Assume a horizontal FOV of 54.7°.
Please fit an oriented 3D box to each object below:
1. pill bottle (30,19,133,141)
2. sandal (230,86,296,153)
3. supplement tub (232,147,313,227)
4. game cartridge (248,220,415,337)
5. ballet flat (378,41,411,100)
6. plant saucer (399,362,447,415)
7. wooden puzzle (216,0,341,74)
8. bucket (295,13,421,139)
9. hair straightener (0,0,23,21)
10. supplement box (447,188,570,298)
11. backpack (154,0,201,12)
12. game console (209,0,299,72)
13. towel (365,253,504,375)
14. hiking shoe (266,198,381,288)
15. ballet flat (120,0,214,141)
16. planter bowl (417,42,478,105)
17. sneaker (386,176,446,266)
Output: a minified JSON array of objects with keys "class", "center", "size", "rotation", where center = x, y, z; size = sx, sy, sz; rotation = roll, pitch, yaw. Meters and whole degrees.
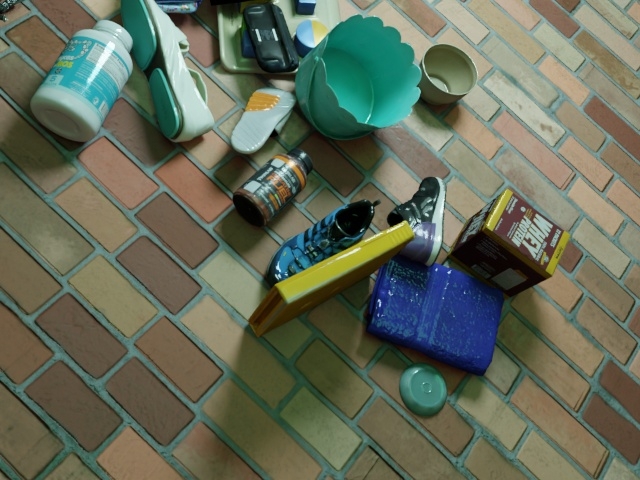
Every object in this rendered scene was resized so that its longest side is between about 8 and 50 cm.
[{"class":"pill bottle","center":[-0.512,-0.360,1.368],"size":[0.146,0.146,0.264],"rotation":[22,63,-8]},{"class":"sandal","center":[-0.146,-0.276,1.486],"size":[0.102,0.076,0.265],"rotation":[23,50,6]},{"class":"supplement tub","center":[-0.104,-0.129,1.427],"size":[0.106,0.106,0.198],"rotation":[41,63,2]},{"class":"game cartridge","center":[0.020,0.079,1.283],"size":[0.324,0.285,0.052],"rotation":[-28,80,-26]},{"class":"ballet flat","center":[0.213,-0.443,1.684],"size":[0.068,0.072,0.213],"rotation":[39,60,-31]},{"class":"plant saucer","center":[0.237,0.334,1.397],"size":[0.119,0.021,0.119],"rotation":[6,68,-15]},{"class":"wooden puzzle","center":[-0.096,-0.586,1.626],"size":[0.348,0.080,0.322],"rotation":[0,69,-18]},{"class":"bucket","center":[0.083,-0.385,1.507],"size":[0.281,0.183,0.281],"rotation":[3,84,-28]},{"class":"hair straightener","center":[-0.748,-0.529,1.423],"size":[0.089,0.047,0.230],"rotation":[37,59,-1]},{"class":"supplement box","center":[0.450,0.014,1.495],"size":[0.191,0.194,0.129],"rotation":[36,63,-1]},{"class":"backpack","center":[-0.384,-0.650,1.541],"size":[0.158,0.117,0.173],"rotation":[-11,41,-22]},{"class":"game console","center":[-0.160,-0.570,1.545],"size":[0.213,0.044,0.361],"rotation":[-13,72,-15]},{"class":"towel","center":[0.265,0.166,1.449],"size":[0.308,0.076,0.227],"rotation":[22,67,-6]},{"class":"hiking shoe","center":[0.000,0.000,1.393],"size":[0.113,0.132,0.304],"rotation":[47,63,4]},{"class":"ballet flat","center":[-0.356,-0.414,1.463],"size":[0.139,0.139,0.400],"rotation":[-17,79,-23]},{"class":"planter bowl","center":[0.330,-0.436,1.684],"size":[0.162,0.109,0.162],"rotation":[6,67,-15]},{"class":"sneaker","center":[0.226,-0.071,1.479],"size":[0.124,0.107,0.283],"rotation":[16,42,-3]}]
